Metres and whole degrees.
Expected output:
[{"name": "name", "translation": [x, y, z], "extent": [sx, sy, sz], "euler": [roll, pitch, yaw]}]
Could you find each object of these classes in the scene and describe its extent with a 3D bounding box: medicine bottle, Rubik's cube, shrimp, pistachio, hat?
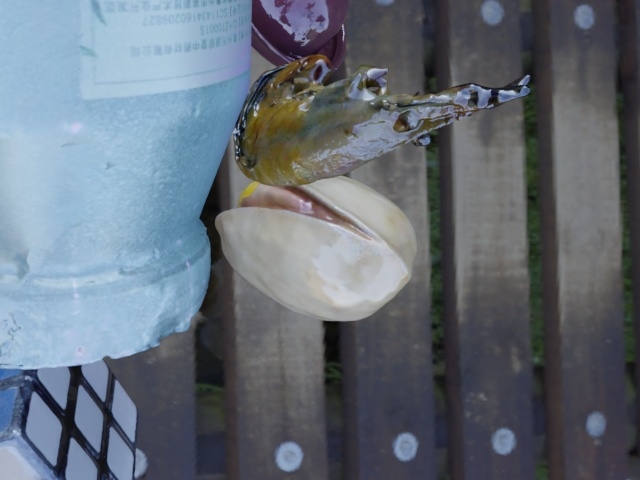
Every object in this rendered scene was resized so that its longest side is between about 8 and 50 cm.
[{"name": "medicine bottle", "translation": [-0.161, -0.097, 0.600], "extent": [0.245, 0.245, 0.290], "euler": [-9, 113, -34]}, {"name": "Rubik's cube", "translation": [-0.457, 0.294, 1.482], "extent": [0.305, 0.301, 0.304], "euler": [-20, 127, 11]}, {"name": "shrimp", "translation": [0.033, -0.118, 0.845], "extent": [0.066, 0.262, 0.117], "euler": [18, 59, -59]}, {"name": "pistachio", "translation": [0.000, 0.000, 1.576], "extent": [0.230, 0.309, 0.230], "euler": [-49, 155, -32]}, {"name": "hat", "translation": [-0.027, -0.275, 1.141], "extent": [0.205, 0.089, 0.205], "euler": [28, 49, -38]}]
